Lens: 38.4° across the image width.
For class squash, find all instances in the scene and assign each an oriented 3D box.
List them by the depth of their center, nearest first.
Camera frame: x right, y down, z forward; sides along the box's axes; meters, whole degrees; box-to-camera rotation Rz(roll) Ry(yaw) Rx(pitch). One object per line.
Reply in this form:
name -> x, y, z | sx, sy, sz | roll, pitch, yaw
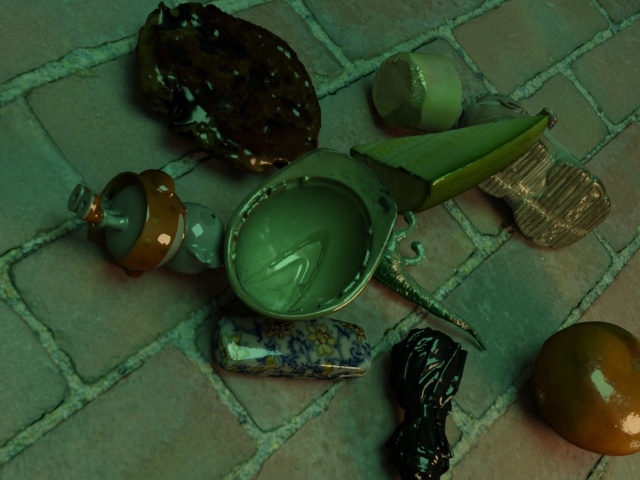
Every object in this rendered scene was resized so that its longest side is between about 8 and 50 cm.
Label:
squash -> 0.222, -0.140, 1.571 | 0.288, 0.203, 0.111 | -32, 130, -31

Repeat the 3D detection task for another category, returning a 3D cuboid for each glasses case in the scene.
glasses case -> -0.035, 0.150, 1.303 | 0.248, 0.065, 0.087 | 9, 60, -31

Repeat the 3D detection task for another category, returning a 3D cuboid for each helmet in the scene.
helmet -> -0.020, 0.012, 1.288 | 0.204, 0.137, 0.257 | 41, 72, 9

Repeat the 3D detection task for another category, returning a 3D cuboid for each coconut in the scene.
coconut -> 0.183, -0.266, 1.659 | 0.152, 0.147, 0.147 | 1, 64, -38

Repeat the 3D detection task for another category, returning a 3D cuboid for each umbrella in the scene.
umbrella -> 0.149, 0.288, 1.347 | 0.118, 0.118, 0.340 | 22, 59, -25

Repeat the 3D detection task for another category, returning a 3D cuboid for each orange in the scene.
orange -> 0.463, 0.248, 1.542 | 0.240, 0.171, 0.240 | 15, 57, -24

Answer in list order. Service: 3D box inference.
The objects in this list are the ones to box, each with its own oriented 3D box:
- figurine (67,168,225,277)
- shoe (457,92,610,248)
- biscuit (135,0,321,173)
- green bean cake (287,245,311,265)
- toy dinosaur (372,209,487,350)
figurine -> -0.212, -0.005, 1.237 | 0.271, 0.143, 0.143 | 42, 42, -43
shoe -> 0.400, -0.146, 1.732 | 0.351, 0.172, 0.198 | 40, 26, -29
biscuit -> -0.143, -0.233, 1.443 | 0.334, 0.081, 0.289 | 23, 52, -30
green bean cake -> 0.000, 0.000, 1.399 | 0.135, 0.056, 0.136 | -17, 80, -14
toy dinosaur -> 0.153, 0.033, 1.495 | 0.383, 0.076, 0.129 | 30, 78, -10
